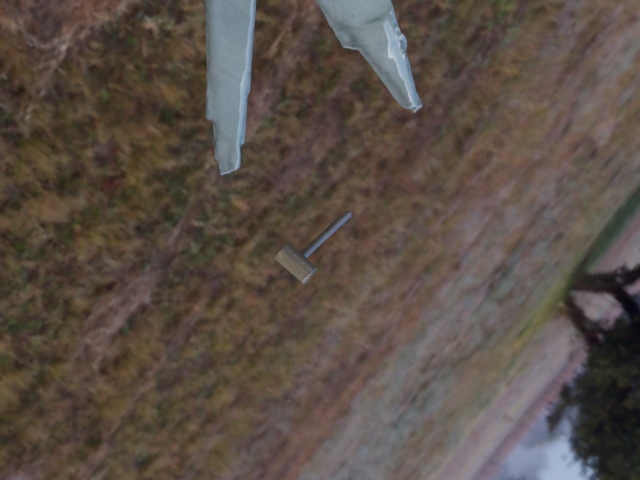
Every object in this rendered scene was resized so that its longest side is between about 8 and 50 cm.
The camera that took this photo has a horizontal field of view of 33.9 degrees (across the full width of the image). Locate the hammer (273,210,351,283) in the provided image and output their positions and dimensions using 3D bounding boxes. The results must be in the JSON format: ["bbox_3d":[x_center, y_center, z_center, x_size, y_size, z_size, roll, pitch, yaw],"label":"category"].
[{"bbox_3d":[0.000,0.000,0.946,0.110,0.035,0.019,-42,172,-50],"label":"hammer"}]

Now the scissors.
[{"bbox_3d":[-0.047,-0.224,0.512,0.256,0.383,0.029,-12,173,-5],"label":"scissors"}]
